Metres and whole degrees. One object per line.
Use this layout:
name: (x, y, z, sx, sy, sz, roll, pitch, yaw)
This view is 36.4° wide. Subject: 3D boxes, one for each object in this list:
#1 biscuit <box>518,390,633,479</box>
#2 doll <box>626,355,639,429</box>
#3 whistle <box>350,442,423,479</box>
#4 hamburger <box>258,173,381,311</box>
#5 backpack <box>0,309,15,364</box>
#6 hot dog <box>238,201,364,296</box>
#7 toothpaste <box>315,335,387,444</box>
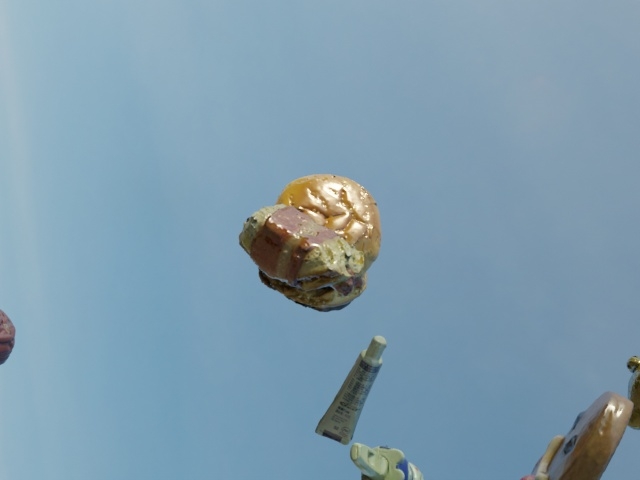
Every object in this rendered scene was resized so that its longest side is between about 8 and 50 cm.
biscuit: (0.217, 0.330, 1.085, 0.064, 0.283, 0.432, 29, -60, 12)
doll: (0.495, 0.272, 1.418, 0.210, 0.097, 0.137, 66, -8, -22)
whistle: (0.128, 0.433, 1.778, 0.092, 0.244, 0.110, -17, -133, 27)
hamburger: (0.000, 0.000, 1.825, 0.163, 0.244, 0.244, -61, -140, 44)
backpack: (-0.783, 0.204, 2.151, 0.139, 0.229, 0.229, -59, -140, 21)
hot dog: (-0.033, 0.021, 1.539, 0.213, 0.146, 0.103, 36, -60, 27)
toothpaste: (0.055, 0.241, 1.558, 0.037, 0.062, 0.216, -57, 171, -63)
